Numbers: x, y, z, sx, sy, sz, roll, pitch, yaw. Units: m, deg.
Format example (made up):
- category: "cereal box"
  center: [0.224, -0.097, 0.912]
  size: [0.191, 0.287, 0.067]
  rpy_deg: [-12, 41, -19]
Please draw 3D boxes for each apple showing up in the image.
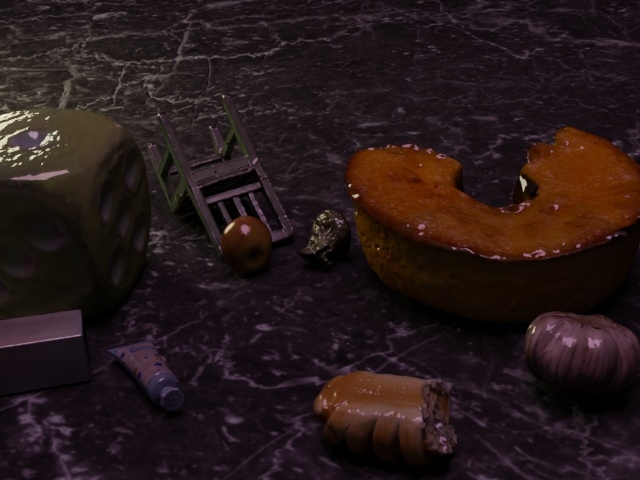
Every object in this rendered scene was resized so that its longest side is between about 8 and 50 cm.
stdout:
- category: "apple"
  center: [-0.109, 0.007, 1.893]
  size: [0.084, 0.084, 0.071]
  rpy_deg: [-18, 42, -24]

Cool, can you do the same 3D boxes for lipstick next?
- category: "lipstick"
  center: [-0.493, 0.165, 1.652]
  size: [0.371, 0.080, 0.076]
  rpy_deg: [-9, 28, -8]

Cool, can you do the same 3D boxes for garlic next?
- category: "garlic"
  center: [0.324, 0.145, 1.566]
  size: [0.147, 0.102, 0.159]
  rpy_deg: [17, 12, 37]

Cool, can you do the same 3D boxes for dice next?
- category: "dice"
  center: [-0.403, -0.038, 1.837]
  size: [0.252, 0.250, 0.254]
  rpy_deg: [2, 29, 12]

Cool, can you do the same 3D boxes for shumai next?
- category: "shumai"
  center: [0.000, 0.000, 1.907]
  size: [0.080, 0.082, 0.083]
  rpy_deg: [-21, 11, -27]

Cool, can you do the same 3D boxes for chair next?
- category: "chair"
  center: [-0.166, -0.081, 2.042]
  size: [0.136, 0.147, 0.270]
  rpy_deg: [-20, 76, -23]

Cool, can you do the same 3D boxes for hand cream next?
- category: "hand cream"
  center: [-0.222, 0.173, 1.645]
  size: [0.065, 0.043, 0.170]
  rpy_deg: [-11, 24, -25]

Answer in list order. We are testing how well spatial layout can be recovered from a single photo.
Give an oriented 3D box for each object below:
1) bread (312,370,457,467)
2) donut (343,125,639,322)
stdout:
- category: "bread"
  center: [0.079, 0.210, 1.491]
  size: [0.177, 0.084, 0.119]
  rpy_deg: [8, 29, 22]
- category: "donut"
  center: [0.256, -0.012, 1.809]
  size: [0.435, 0.163, 0.378]
  rpy_deg: [-3, 30, -3]
